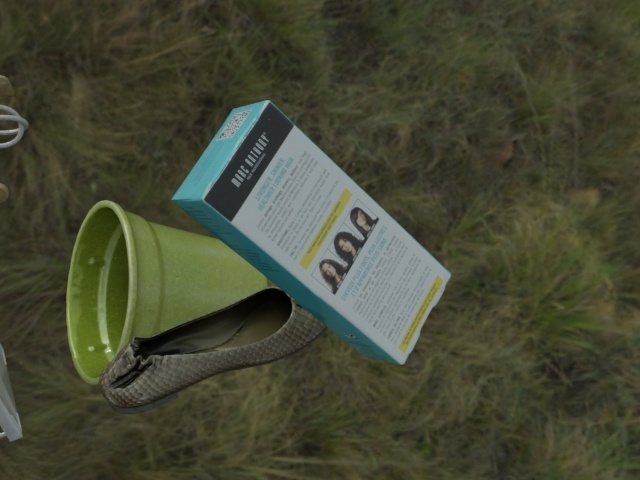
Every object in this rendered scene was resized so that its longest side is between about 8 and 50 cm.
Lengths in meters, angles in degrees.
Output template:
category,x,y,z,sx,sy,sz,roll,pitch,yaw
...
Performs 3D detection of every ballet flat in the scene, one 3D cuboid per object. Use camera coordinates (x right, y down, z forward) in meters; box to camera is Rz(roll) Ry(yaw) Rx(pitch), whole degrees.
category,x,y,z,sx,sy,sz,roll,pitch,yaw
ballet flat,-0.091,0.087,0.799,0.250,0.084,0.058,-21,123,-22

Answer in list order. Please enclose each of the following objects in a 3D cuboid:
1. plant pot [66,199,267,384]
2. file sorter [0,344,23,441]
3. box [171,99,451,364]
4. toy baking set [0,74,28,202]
category,x,y,z,sx,sy,sz,roll,pitch,yaw
plant pot,-0.232,0.088,1.324,0.254,0.276,0.276,6,71,-34
file sorter,-0.547,0.149,1.132,0.173,0.193,0.277,-22,132,-13
box,0.000,0.000,0.718,0.244,0.060,0.100,42,68,-27
toy baking set,-0.444,-0.112,0.954,0.197,0.256,0.030,8,48,-28
